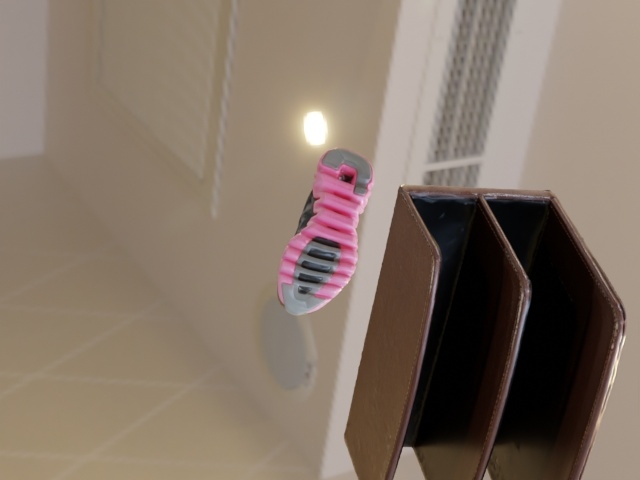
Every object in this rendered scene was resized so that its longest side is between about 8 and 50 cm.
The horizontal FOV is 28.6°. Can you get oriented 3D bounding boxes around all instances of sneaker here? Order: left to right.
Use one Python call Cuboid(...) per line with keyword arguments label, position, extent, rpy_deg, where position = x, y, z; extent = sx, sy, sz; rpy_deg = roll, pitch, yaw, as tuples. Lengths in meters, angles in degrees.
Cuboid(label="sneaker", position=(0.000, 0.000, 0.815), extent=(0.119, 0.047, 0.057), rpy_deg=(-68, -172, -27))

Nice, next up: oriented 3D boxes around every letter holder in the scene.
Cuboid(label="letter holder", position=(0.138, 0.134, 1.128), extent=(0.214, 0.152, 0.302), rpy_deg=(-109, -155, -55))
